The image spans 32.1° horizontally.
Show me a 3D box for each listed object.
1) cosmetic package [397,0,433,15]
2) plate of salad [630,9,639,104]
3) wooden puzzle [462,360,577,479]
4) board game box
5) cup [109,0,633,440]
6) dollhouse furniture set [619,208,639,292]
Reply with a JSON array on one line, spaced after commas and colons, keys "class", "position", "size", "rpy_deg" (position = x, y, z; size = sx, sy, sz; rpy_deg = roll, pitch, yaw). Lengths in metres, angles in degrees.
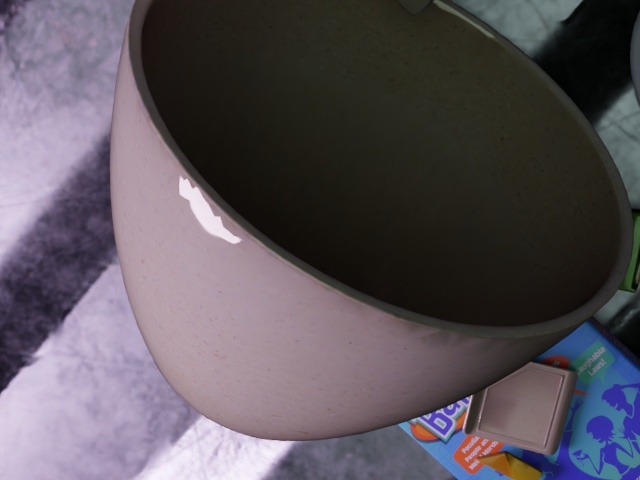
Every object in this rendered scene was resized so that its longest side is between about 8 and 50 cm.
[{"class": "cosmetic package", "position": [0.013, -0.311, 0.693], "size": [0.309, 0.160, 0.113], "rpy_deg": [44, 64, -3]}, {"class": "plate of salad", "position": [0.297, -0.102, 0.736], "size": [0.048, 0.200, 0.200], "rpy_deg": [-40, 94, -28]}, {"class": "wooden puzzle", "position": [0.146, 0.120, 0.819], "size": [0.079, 0.014, 0.116], "rpy_deg": [19, 103, 0]}, {"class": "board game box", "position": [0.162, 0.125, 0.849], "size": [0.210, 0.047, 0.160], "rpy_deg": [42, 104, 0]}, {"class": "cup", "position": [0.000, 0.000, 0.738], "size": [0.331, 0.331, 0.237], "rpy_deg": [32, 130, 1]}, {"class": "dollhouse furniture set", "position": [0.292, 0.019, 0.795], "size": [0.152, 0.076, 0.058], "rpy_deg": [10, 100, 17]}]
